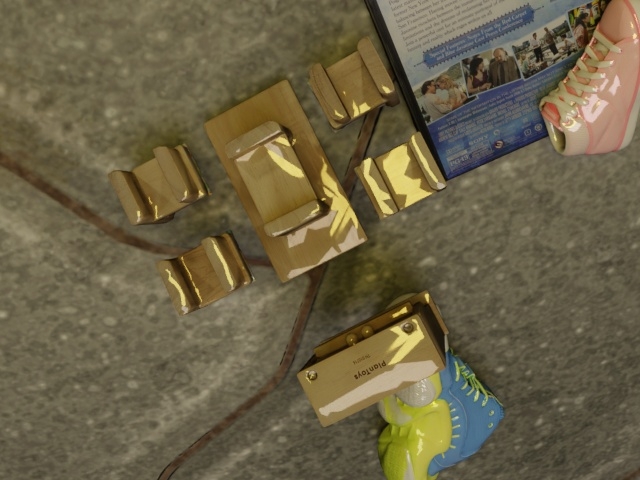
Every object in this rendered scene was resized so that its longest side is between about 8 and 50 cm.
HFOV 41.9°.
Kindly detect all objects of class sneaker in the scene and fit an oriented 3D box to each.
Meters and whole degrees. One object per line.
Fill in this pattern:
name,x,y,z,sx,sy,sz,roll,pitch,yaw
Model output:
sneaker,0.208,-0.120,0.641,0.070,0.051,0.134,-12,131,-8
sneaker,0.120,0.141,0.833,0.126,0.091,0.240,-16,129,-23

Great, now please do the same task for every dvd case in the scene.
dvd case,0.132,-0.177,0.633,0.180,0.022,0.253,-24,127,7

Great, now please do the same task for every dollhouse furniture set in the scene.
dollhouse furniture set,0.000,0.000,0.663,0.212,0.161,0.242,-27,88,8
